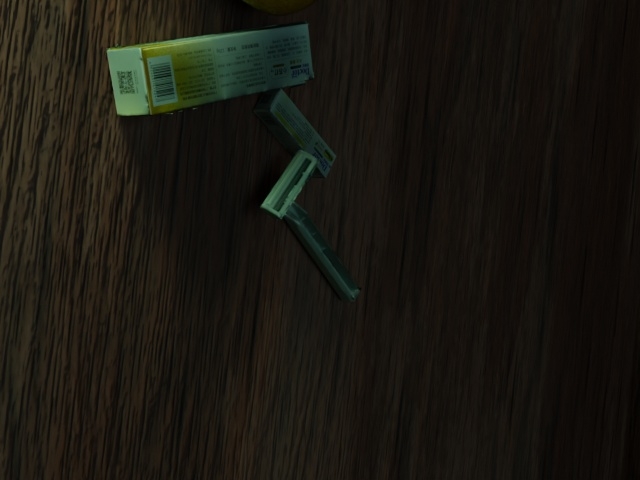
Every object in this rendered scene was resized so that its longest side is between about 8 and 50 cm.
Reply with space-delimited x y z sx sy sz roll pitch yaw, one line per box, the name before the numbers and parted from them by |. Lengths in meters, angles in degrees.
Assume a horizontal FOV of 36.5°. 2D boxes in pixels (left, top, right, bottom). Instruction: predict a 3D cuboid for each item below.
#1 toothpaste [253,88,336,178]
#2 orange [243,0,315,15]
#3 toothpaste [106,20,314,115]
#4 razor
toothpaste | -0.035 -0.152 1.394 0.164 0.034 0.046 47 59 -43
orange | -0.059 -0.372 1.271 0.155 0.134 0.154 -3 90 -74
toothpaste | -0.127 -0.224 1.243 0.313 0.071 0.089 -22 109 -48
razor | -0.008 -0.001 1.443 0.111 0.056 0.278 -58 142 -27
